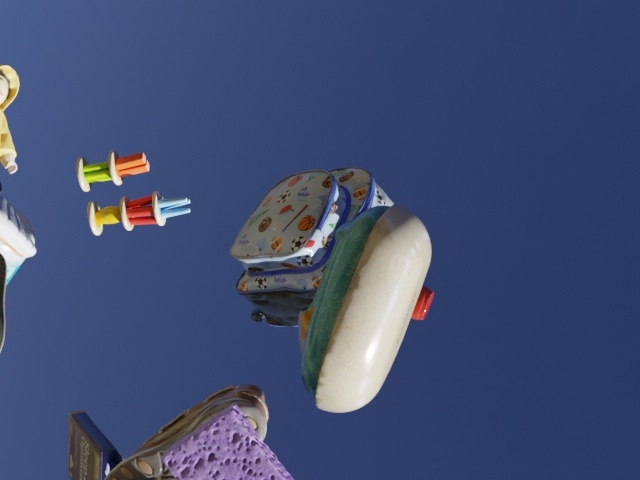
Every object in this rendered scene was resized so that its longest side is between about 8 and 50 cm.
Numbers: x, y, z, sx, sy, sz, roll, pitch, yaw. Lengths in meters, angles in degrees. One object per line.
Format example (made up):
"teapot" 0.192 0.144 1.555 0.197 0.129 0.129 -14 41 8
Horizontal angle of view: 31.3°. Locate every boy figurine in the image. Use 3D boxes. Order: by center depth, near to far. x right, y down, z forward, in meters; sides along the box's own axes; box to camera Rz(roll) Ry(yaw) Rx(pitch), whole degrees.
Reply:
"boy figurine" -0.575 -0.190 1.958 0.092 0.177 0.285 -18 -136 19

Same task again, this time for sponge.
"sponge" -0.092 0.320 1.434 0.117 0.210 0.031 -37 -177 12

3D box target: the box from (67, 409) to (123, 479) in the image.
"box" -0.429 0.428 2.165 0.225 0.036 0.136 27 -64 54

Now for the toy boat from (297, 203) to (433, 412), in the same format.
"toy boat" 0.048 0.073 1.432 0.148 0.318 0.267 22 -82 11

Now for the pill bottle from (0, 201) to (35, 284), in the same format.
"pill bottle" -0.566 0.058 1.757 0.264 0.146 0.146 -51 -138 16

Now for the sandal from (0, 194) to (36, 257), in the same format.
"sandal" -0.367 -0.043 1.105 0.076 0.265 0.102 -36 -127 -5

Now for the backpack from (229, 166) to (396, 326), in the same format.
"backpack" 0.000 0.000 1.876 0.276 0.213 0.263 0 -136 42

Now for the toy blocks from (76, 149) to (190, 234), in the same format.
"toy blocks" -0.273 -0.077 1.680 0.054 0.148 0.123 -79 160 -71

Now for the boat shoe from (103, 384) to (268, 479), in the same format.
"boat shoe" -0.204 0.329 1.777 0.324 0.123 0.116 -31 -165 21

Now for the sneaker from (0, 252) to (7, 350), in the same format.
"sneaker" -0.486 0.130 1.594 0.118 0.083 0.222 126 -26 -51
